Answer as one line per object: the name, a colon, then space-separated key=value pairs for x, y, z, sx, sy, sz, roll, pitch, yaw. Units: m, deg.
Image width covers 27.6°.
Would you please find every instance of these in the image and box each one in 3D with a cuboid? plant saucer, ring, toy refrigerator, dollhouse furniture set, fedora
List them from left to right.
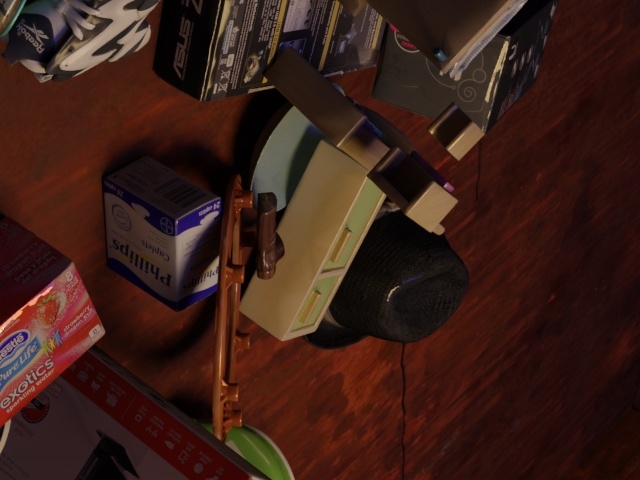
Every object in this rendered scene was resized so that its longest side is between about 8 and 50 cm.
ring: x=-0.104 y=0.086 z=1.603 sx=0.336 sy=0.032 sz=0.337 roll=3 pitch=90 yaw=-89
plant saucer: x=-0.040 y=-0.126 z=1.690 sx=0.195 sy=0.037 sz=0.195 roll=-45 pitch=157 yaw=-26
toy refrigerator: x=0.000 y=0.000 z=1.779 sx=0.102 sy=0.094 sz=0.270 roll=-9 pitch=130 yaw=-63
fedora: x=0.120 y=0.061 z=1.980 sx=0.334 sy=0.152 sz=0.334 roll=-34 pitch=141 yaw=-34
dollhouse furniture set: x=0.146 y=-0.201 z=1.498 sx=0.303 sy=0.286 sz=0.198 roll=-48 pitch=152 yaw=7

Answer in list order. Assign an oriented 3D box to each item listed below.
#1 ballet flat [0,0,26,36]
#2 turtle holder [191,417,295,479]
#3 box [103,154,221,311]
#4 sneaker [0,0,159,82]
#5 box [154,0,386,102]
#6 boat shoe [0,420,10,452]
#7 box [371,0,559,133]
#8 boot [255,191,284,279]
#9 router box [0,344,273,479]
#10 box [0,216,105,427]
ballet flat: x=-0.281 y=-0.300 z=1.205 sx=0.079 sy=0.077 sz=0.222 roll=29 pitch=86 yaw=-40
turtle holder: x=-0.162 y=0.398 z=1.790 sx=0.227 sy=0.243 sz=0.320 roll=28 pitch=83 yaw=-75
box: x=-0.184 y=-0.008 z=1.520 sx=0.072 sy=0.126 sz=0.137 roll=-33 pitch=139 yaw=-38
sneaker: x=-0.238 y=-0.226 z=1.253 sx=0.153 sy=0.094 sz=0.235 roll=-37 pitch=175 yaw=-23
box: x=-0.018 y=-0.371 z=1.480 sx=0.318 sy=0.097 sz=0.395 roll=-19 pitch=131 yaw=-45
boat shoe: x=-0.435 y=0.259 z=1.433 sx=0.233 sy=0.084 sz=0.079 roll=-47 pitch=147 yaw=-14
box: x=0.199 y=-0.264 z=1.743 sx=0.270 sy=0.165 sz=0.143 roll=-44 pitch=151 yaw=-58
boot: x=-0.067 y=-0.023 z=1.681 sx=0.106 sy=0.037 sz=0.114 roll=-89 pitch=178 yaw=-58
router box: x=-0.255 y=0.315 z=1.492 sx=0.301 sy=0.335 sz=0.082 roll=-58 pitch=149 yaw=-3
box: x=-0.369 y=0.114 z=1.366 sx=0.257 sy=0.122 sz=0.128 roll=-44 pitch=146 yaw=-24
